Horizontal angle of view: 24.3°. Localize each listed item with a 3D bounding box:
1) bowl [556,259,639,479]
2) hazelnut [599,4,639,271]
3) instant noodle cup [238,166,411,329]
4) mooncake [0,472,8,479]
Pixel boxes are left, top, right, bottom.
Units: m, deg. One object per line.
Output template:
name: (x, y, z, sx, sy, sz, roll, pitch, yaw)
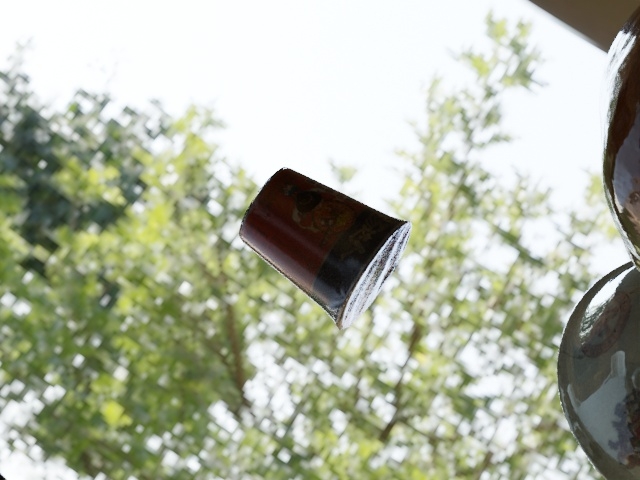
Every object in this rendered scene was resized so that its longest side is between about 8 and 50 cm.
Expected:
bowl: (0.539, 0.151, 1.937, 0.435, 0.434, 0.196, 28, -29, 11)
hazelnut: (0.469, -0.111, 1.578, 0.359, 0.359, 0.409, 9, -23, 43)
instant noodle cup: (0.000, -0.001, 1.439, 0.136, 0.127, 0.127, 33, -24, 14)
mooncake: (-0.331, 0.271, 1.122, 0.245, 0.245, 0.133, 31, -39, 5)
